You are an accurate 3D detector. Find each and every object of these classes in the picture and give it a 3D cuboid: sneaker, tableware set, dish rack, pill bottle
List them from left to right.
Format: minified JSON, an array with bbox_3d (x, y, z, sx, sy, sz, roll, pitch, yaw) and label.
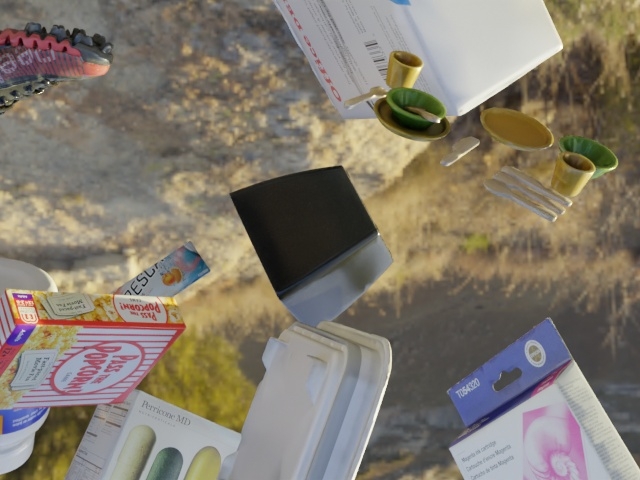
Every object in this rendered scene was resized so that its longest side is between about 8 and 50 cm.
[{"bbox_3d":[-0.427,0.172,1.230,0.152,0.152,0.272,5,120,-13],"label":"pill bottle"},{"bbox_3d":[-0.398,-0.214,1.204,0.276,0.135,0.097,3,-171,6],"label":"sneaker"},{"bbox_3d":[-0.038,0.225,1.085,0.072,0.285,0.333,21,175,-13],"label":"dish rack"},{"bbox_3d":[0.099,-0.072,0.568,0.154,0.024,0.104,32,-142,21],"label":"tableware set"}]

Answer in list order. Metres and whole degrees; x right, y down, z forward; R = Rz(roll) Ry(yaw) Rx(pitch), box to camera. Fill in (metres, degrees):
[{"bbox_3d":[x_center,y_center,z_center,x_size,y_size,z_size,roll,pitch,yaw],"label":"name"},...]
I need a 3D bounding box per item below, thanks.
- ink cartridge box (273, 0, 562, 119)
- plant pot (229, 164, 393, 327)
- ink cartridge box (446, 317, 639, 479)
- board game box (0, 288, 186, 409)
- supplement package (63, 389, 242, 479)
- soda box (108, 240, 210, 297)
[{"bbox_3d":[0.087,-0.315,1.197,0.166,0.285,0.395,-33,-165,-12],"label":"ink cartridge box"},{"bbox_3d":[0.000,0.000,1.381,0.167,0.188,0.187,-28,154,4],"label":"plant pot"},{"bbox_3d":[0.330,0.334,1.470,0.071,0.330,0.324,-17,159,-32],"label":"ink cartridge box"},{"bbox_3d":[-0.257,0.114,0.966,0.194,0.045,0.147,6,136,-44],"label":"board game box"},{"bbox_3d":[-0.272,0.383,1.448,0.199,0.262,0.198,28,163,-21],"label":"supplement package"},{"bbox_3d":[-0.257,0.076,1.410,0.183,0.058,0.063,-35,-178,-17],"label":"soda box"}]
